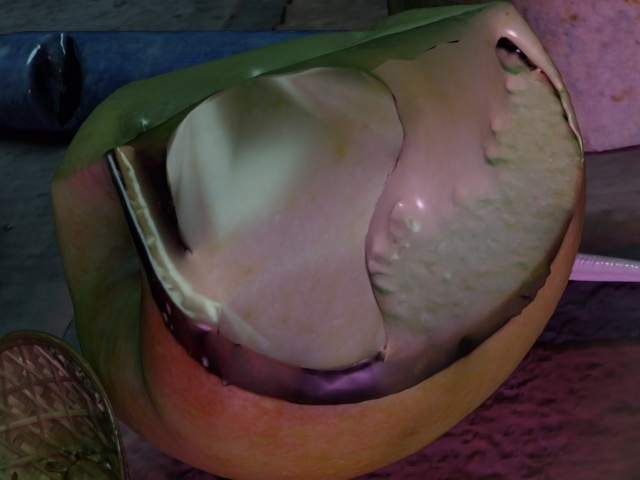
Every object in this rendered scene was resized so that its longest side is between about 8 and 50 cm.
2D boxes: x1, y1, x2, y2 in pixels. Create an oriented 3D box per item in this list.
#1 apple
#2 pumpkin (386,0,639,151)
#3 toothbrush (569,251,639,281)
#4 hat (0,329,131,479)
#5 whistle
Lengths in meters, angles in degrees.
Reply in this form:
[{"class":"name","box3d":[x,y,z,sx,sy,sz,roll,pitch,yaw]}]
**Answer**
[{"class":"apple","box3d":[0.000,0.000,0.634,0.188,0.173,0.207,-17,29,-26]},{"class":"pumpkin","box3d":[0.159,-0.223,0.808,0.332,0.199,0.332,-17,35,12]},{"class":"toothbrush","box3d":[0.089,0.008,0.701,0.257,0.018,0.024,13,56,38]},{"class":"hat","box3d":[-0.097,0.112,0.641,0.146,0.067,0.146,-12,73,44]},{"class":"whistle","box3d":[-0.082,-0.087,0.869,0.304,0.062,0.062,6,45,36]}]
